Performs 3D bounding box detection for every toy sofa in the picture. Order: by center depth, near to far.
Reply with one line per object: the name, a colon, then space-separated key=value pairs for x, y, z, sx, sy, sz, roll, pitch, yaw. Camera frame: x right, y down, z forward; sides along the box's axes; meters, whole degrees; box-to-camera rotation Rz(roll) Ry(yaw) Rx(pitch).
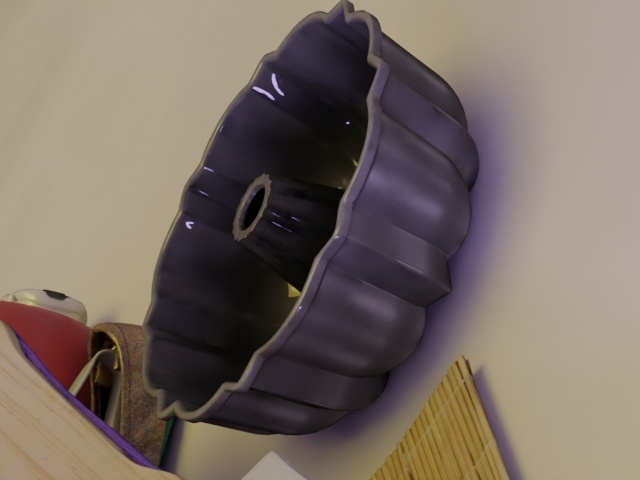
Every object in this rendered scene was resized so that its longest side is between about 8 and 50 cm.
toy sofa: x=-0.170 y=0.213 z=1.269 sx=0.362 sy=0.150 sz=0.177 roll=29 pitch=85 yaw=51

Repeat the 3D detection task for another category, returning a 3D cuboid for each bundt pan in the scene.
bundt pan: x=0.000 y=0.000 z=1.271 sx=0.331 sy=0.124 sz=0.331 roll=-48 pitch=27 yaw=35

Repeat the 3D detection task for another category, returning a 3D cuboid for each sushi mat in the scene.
sushi mat: x=0.078 y=0.214 z=1.014 sx=0.151 sy=0.019 sz=0.316 roll=-54 pitch=25 yaw=22

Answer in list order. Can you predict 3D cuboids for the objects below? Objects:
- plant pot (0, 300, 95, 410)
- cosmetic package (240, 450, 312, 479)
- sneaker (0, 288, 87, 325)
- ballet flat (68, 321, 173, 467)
plant pot: x=-0.319 y=0.223 z=1.607 sx=0.275 sy=0.275 sz=0.243 roll=-40 pitch=43 yaw=46
cosmetic package: x=-0.029 y=0.258 z=0.914 sx=0.224 sy=0.138 sz=0.224 roll=-43 pitch=22 yaw=-9
sneaker: x=-0.328 y=0.155 z=1.878 sx=0.292 sy=0.110 sz=0.118 roll=127 pitch=148 yaw=-46
ballet flat: x=-0.191 y=0.205 z=1.504 sx=0.107 sy=0.106 sz=0.316 roll=-43 pitch=31 yaw=42
